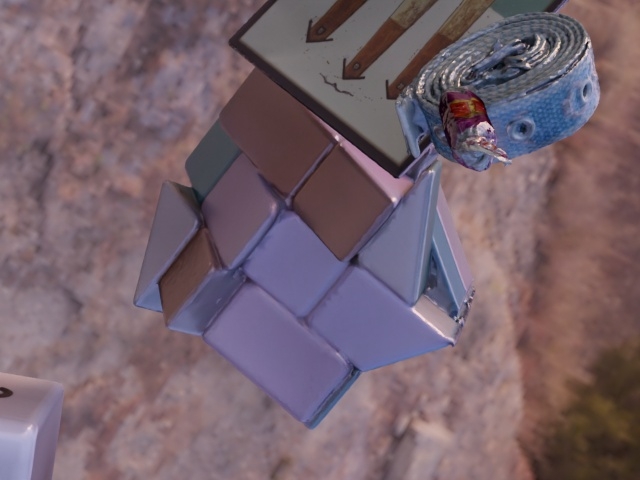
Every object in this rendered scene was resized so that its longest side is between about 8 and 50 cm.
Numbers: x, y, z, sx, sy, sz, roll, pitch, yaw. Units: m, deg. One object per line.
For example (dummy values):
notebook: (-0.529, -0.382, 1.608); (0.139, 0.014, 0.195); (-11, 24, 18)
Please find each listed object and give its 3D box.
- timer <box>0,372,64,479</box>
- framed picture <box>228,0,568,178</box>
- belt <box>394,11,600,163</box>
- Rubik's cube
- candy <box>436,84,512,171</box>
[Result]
timer: (-0.409, 0.256, 1.835); (0.192, 0.195, 0.194); (-84, -175, -80)
framed picture: (0.099, -0.247, 1.655); (0.324, 0.244, 0.013); (-47, 158, -9)
belt: (0.167, -0.139, 1.457); (0.163, 0.148, 0.082); (-48, 134, -31)
Rubik's cube: (0.000, 0.000, 1.865); (0.358, 0.368, 0.387); (-50, 179, 14)
candy: (0.122, -0.092, 1.334); (0.175, 0.045, 0.043); (-95, -175, -65)
